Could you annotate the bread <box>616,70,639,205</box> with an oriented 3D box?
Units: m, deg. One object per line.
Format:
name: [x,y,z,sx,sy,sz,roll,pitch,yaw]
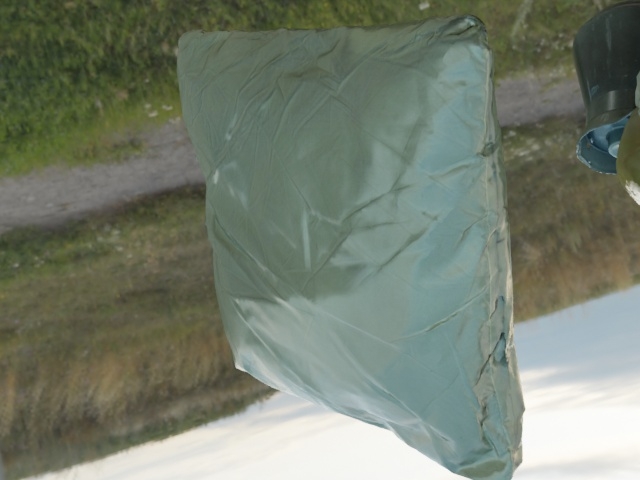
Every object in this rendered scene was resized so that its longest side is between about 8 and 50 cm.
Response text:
bread: [0.372,-0.092,0.531,0.210,0.300,0.341,27,171,37]

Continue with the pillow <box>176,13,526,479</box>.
pillow: [0.001,0.001,0.497,0.076,0.280,0.274,-25,-154,-39]

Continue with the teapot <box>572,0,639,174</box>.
teapot: [0.452,-0.214,1.120,0.171,0.225,0.203,13,155,5]
